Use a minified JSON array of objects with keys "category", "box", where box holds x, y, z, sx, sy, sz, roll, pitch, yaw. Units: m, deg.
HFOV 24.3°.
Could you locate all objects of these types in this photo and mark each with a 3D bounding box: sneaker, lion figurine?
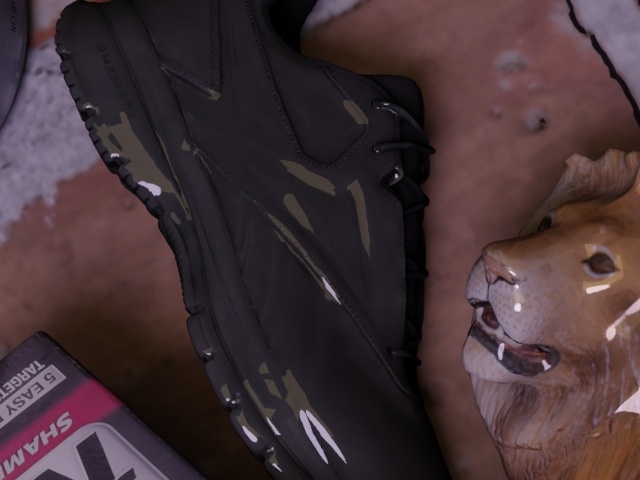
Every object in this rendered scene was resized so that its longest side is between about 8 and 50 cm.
[{"category":"sneaker","box":[0.000,0.000,0.605,0.130,0.109,0.286,-28,80,2]},{"category":"lion figurine","box":[0.191,0.142,0.493,0.392,0.142,0.240,32,96,30]}]

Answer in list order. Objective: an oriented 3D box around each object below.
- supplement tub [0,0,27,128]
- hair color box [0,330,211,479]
[{"category":"supplement tub","box":[-0.258,-0.112,0.565,0.194,0.316,0.193,-1,84,13]},{"category":"hair color box","box":[-0.053,0.185,0.487,0.174,0.105,0.347,-41,44,-17]}]
